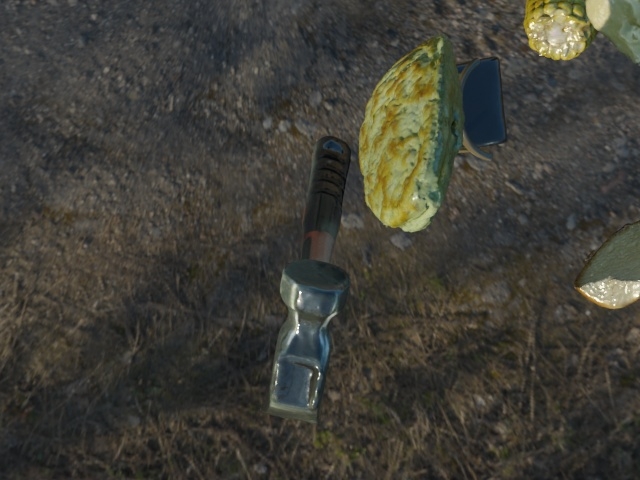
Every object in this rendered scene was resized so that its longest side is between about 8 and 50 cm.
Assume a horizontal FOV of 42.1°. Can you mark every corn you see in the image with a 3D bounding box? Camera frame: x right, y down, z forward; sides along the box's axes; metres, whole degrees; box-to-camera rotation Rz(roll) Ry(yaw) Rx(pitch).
[{"bbox_3d":[0.299,-0.318,0.974,0.101,0.310,0.101,10,139,9],"label":"corn"}]

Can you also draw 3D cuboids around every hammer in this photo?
[{"bbox_3d":[-0.001,0.000,0.505,0.033,0.288,0.111,10,119,-1],"label":"hammer"}]

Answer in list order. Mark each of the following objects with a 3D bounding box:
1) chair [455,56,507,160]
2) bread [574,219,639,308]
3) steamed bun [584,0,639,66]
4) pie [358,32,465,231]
[{"bbox_3d":[0.277,-0.258,1.612,0.166,0.272,0.188,-13,103,-16],"label":"chair"},{"bbox_3d":[0.340,0.023,0.884,0.129,0.126,0.044,-38,98,-23],"label":"bread"},{"bbox_3d":[0.203,-0.180,0.468,0.177,0.106,0.192,-32,105,-31],"label":"steamed bun"},{"bbox_3d":[0.113,-0.126,1.010,0.090,0.201,0.248,14,66,-19],"label":"pie"}]
